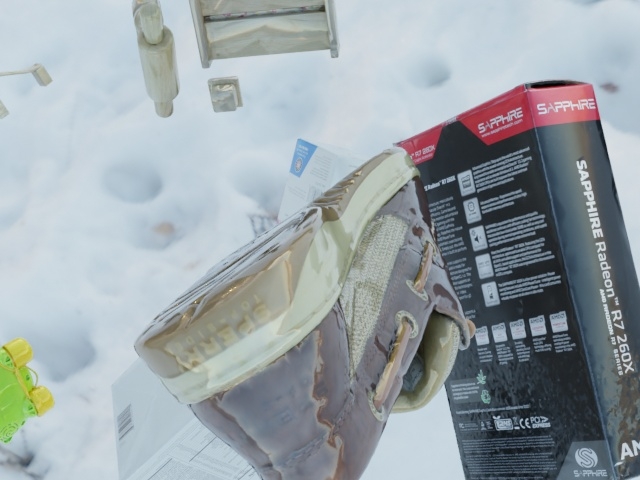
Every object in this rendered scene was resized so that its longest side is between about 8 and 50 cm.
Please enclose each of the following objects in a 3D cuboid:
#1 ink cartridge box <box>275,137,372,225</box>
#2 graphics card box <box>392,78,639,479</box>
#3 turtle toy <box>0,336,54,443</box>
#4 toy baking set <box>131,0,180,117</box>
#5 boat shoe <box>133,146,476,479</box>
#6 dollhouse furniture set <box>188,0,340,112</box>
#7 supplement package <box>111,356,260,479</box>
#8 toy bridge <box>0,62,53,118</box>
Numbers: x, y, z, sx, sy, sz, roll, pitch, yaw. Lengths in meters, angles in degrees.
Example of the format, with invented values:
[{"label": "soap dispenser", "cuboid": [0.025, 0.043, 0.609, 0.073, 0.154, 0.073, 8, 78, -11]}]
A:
[{"label": "ink cartridge box", "cuboid": [0.000, 0.000, 1.484, 0.134, 0.078, 0.231, 33, 111, 64]}, {"label": "graphics card box", "cuboid": [0.202, 0.051, 1.175, 0.233, 0.094, 0.370, -21, 79, 58]}, {"label": "turtle toy", "cuboid": [-0.291, 0.117, 1.011, 0.095, 0.130, 0.066, -31, 24, -30]}, {"label": "toy baking set", "cuboid": [-0.151, -0.211, 1.038, 0.030, 0.256, 0.196, -10, 64, -7]}, {"label": "boat shoe", "cuboid": [0.014, 0.040, 0.628, 0.123, 0.342, 0.123, -33, 94, 14]}, {"label": "dollhouse furniture set", "cuboid": [-0.024, -0.380, 1.675, 0.303, 0.355, 0.173, -3, 34, 7]}, {"label": "supplement package", "cuboid": [-0.144, 0.275, 1.778, 0.198, 0.263, 0.199, -44, 37, 23]}, {"label": "toy bridge", "cuboid": [-0.494, -0.212, 1.792, 0.188, 0.063, 0.026, -42, 30, -23]}]
